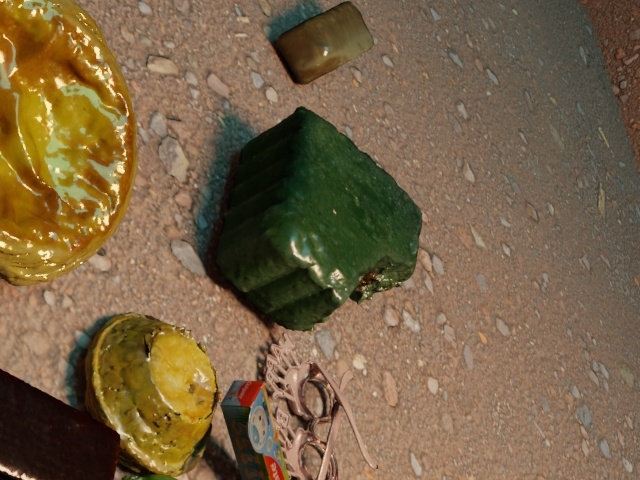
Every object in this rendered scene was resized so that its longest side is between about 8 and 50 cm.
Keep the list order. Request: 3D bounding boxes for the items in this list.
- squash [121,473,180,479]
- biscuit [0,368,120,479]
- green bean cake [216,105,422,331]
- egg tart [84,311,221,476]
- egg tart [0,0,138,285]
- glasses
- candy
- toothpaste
[{"bbox_3d":[-0.146,0.328,1.166,0.219,0.077,0.068,41,-4,-30],"label":"squash"},{"bbox_3d":[-0.358,0.163,0.974,0.388,0.073,0.107,38,38,-35],"label":"biscuit"},{"bbox_3d":[0.000,0.000,1.541,0.300,0.169,0.308,42,38,-29],"label":"green bean cake"},{"bbox_3d":[-0.186,0.174,1.212,0.212,0.090,0.212,41,35,-38],"label":"egg tart"},{"bbox_3d":[-0.342,-0.118,1.103,0.341,0.132,0.341,3,86,-53],"label":"egg tart"},{"bbox_3d":[-0.010,0.245,1.415,0.162,0.095,0.255,28,43,-33],"label":"glasses"},{"bbox_3d":[0.012,-0.366,1.891,0.104,0.102,0.234,59,30,-8],"label":"candy"},{"bbox_3d":[-0.080,0.269,1.261,0.070,0.044,0.193,-60,144,-53],"label":"toothpaste"}]
